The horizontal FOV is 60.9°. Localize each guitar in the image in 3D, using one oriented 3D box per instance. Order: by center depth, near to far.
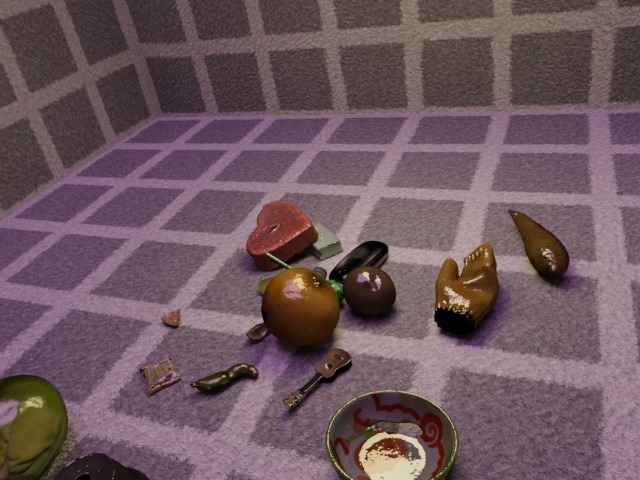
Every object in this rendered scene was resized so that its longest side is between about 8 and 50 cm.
[{"bbox_3d":[-0.011,0.423,1.649,0.084,0.038,0.271,19,40,39],"label":"guitar"}]

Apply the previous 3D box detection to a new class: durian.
[{"bbox_3d":[-0.209,0.301,1.876,0.130,0.066,0.052,-25,35,-38],"label":"durian"}]

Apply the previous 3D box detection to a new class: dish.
[{"bbox_3d":[0.177,0.530,1.361,0.325,0.124,0.324,-4,27,2],"label":"dish"}]

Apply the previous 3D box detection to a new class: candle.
[{"bbox_3d":[-0.155,-0.034,2.242,0.288,0.131,0.316,0,50,26],"label":"candle"}]

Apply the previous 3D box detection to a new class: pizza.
[{"bbox_3d":[-0.542,0.290,2.025,0.083,0.025,0.078,19,47,28],"label":"pizza"}]

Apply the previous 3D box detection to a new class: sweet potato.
[{"bbox_3d":[0.794,0.007,1.984,0.131,0.130,0.422,-8,31,4],"label":"sweet potato"}]

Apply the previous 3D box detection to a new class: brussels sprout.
[{"bbox_3d":[-0.870,0.544,1.534,0.345,0.268,0.343,-17,47,18],"label":"brussels sprout"}]

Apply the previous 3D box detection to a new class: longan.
[{"bbox_3d":[0.169,0.173,1.878,0.187,0.167,0.167,20,43,38],"label":"longan"}]

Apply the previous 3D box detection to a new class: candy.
[{"bbox_3d":[-0.060,0.130,1.948,0.324,0.097,0.097,30,42,4],"label":"candy"}]

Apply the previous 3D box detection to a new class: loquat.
[{"bbox_3d":[-0.062,0.216,1.793,0.263,0.262,0.263,-8,33,5],"label":"loquat"}]

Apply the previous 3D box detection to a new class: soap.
[{"bbox_3d":[0.000,0.000,2.281,0.115,0.063,0.198,-25,34,-20],"label":"soap"}]

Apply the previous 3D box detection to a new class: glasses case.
[{"bbox_3d":[0.150,0.089,2.082,0.122,0.075,0.314,11,34,34],"label":"glasses case"}]

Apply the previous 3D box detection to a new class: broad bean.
[{"bbox_3d":[-0.301,0.433,1.712,0.214,0.048,0.070,-13,31,-9],"label":"broad bean"}]

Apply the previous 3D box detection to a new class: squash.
[{"bbox_3d":[-0.134,0.162,2.063,0.200,0.075,0.090,-19,7,28],"label":"squash"}]

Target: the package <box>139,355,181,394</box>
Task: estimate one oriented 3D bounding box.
[{"bbox_3d":[-0.525,0.439,1.785,0.108,0.031,0.121,-25,40,-20],"label":"package"}]

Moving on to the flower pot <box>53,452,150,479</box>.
[{"bbox_3d":[-0.566,0.644,1.358,0.269,0.166,0.269,-9,31,5],"label":"flower pot"}]

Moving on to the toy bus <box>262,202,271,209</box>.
[{"bbox_3d":[-0.208,-0.109,2.499,0.065,0.077,0.192,-19,34,-19],"label":"toy bus"}]

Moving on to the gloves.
[{"bbox_3d":[0.488,0.156,1.812,0.203,0.155,0.356,5,50,35],"label":"gloves"}]

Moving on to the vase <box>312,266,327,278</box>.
[{"bbox_3d":[-0.029,0.186,2.008,0.060,0.059,0.211,2,40,19],"label":"vase"}]
